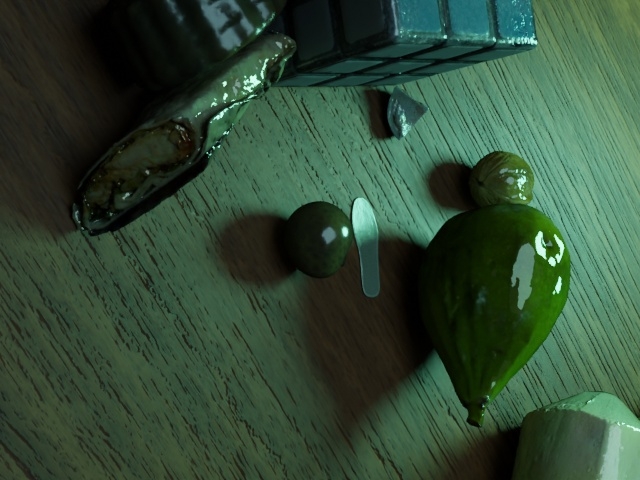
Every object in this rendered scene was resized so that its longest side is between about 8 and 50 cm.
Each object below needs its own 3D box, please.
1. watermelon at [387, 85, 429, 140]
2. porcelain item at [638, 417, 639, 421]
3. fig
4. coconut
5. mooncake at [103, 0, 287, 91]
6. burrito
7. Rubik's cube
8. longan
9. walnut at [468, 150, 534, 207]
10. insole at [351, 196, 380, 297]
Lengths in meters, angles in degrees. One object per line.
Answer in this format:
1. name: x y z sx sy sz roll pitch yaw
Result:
1. watermelon: 0.139 -0.193 2.004 0.085 0.061 0.085 10 77 -52
2. porcelain item: 0.680 0.341 2.347 0.253 0.253 0.253 7 80 -41
3. fig: 0.236 0.092 1.956 0.314 0.233 0.233 -49 116 -24
4. coconut: 0.425 0.357 2.078 0.239 0.239 0.244 35 62 -33
5. mooncake: -0.161 -0.295 1.647 0.228 0.228 0.124 -46 113 -35
6. burrito: -0.168 -0.151 1.652 0.107 0.175 0.348 47 56 -11
7. Rubik's cube: 0.085 -0.385 1.825 0.301 0.303 0.305 -7 87 -42
8. longan: 0.000 0.000 1.834 0.113 0.092 0.113 9 76 -42
9. walnut: 0.295 -0.093 2.106 0.124 0.105 0.105 9 79 -41
10. insole: 0.070 0.010 1.955 0.053 0.002 0.153 -1 85 -42
